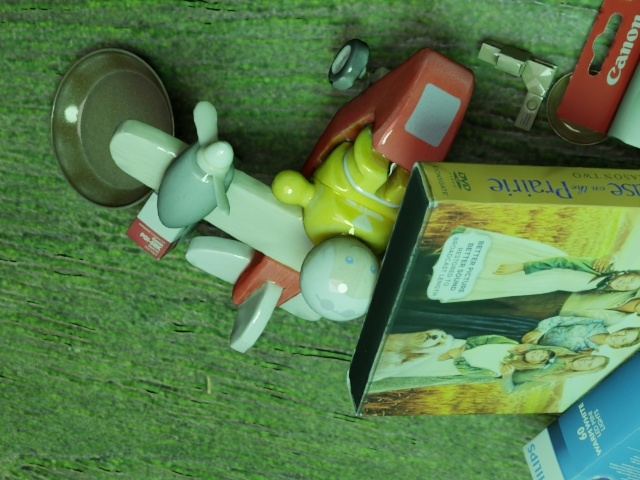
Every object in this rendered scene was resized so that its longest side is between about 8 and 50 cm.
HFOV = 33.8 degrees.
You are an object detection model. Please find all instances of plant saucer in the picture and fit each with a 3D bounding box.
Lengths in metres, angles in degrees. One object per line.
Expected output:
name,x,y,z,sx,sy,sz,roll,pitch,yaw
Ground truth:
plant saucer,-0.252,-0.138,1.311,0.198,0.036,0.198,3,96,29
plant saucer,0.291,-0.147,1.157,0.083,0.015,0.083,5,108,17

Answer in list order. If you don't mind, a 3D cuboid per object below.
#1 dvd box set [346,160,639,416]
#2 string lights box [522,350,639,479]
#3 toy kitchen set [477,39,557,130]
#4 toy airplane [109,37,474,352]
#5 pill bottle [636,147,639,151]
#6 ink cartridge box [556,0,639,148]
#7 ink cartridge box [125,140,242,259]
dvd box set,0.260,0.061,1.046,0.420,0.062,0.307,2,134,-15
string lights box,0.350,0.190,1.098,0.133,0.077,0.260,19,129,-30
toy kitchen set,0.204,-0.168,1.150,0.083,0.068,0.075,24,113,11
toy airplane,0.000,0.000,1.157,0.386,0.272,0.384,-10,125,5
pill bottle,0.412,-0.166,1.052,0.123,0.123,0.219,37,115,5
ink cartridge box,0.326,-0.181,1.023,0.224,0.056,0.181,33,104,50
ink cartridge box,-0.167,-0.054,1.293,0.056,0.099,0.135,39,115,1
